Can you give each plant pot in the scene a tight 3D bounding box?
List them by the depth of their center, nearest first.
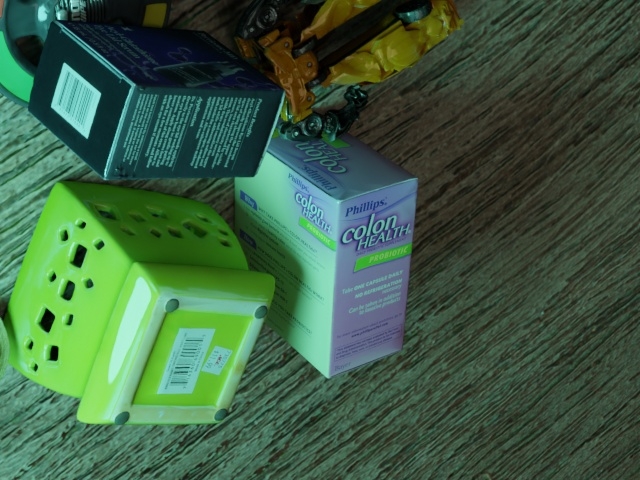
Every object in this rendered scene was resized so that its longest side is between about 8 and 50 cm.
[{"bbox_3d":[-0.197,0.085,1.562,0.227,0.207,0.228,7,112,-43],"label":"plant pot"}]

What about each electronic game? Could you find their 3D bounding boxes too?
[{"bbox_3d":[-0.254,-0.238,1.422,0.229,0.048,0.229,-21,129,-29],"label":"electronic game"}]

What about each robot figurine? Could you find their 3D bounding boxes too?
[{"bbox_3d":[0.026,-0.244,1.611,0.291,0.085,0.211,-34,120,-19],"label":"robot figurine"}]

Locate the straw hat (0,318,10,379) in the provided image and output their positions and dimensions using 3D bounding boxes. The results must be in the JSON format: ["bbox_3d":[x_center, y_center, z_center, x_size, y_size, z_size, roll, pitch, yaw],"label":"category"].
[{"bbox_3d":[-0.414,0.112,1.498,0.061,0.144,0.144,-26,151,37],"label":"straw hat"}]

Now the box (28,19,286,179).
[{"bbox_3d":[-0.167,-0.144,1.427,0.207,0.153,0.108,-6,125,-46],"label":"box"}]

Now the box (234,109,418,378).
[{"bbox_3d":[0.000,0.000,1.667,0.117,0.213,0.243,-18,126,-31],"label":"box"}]
